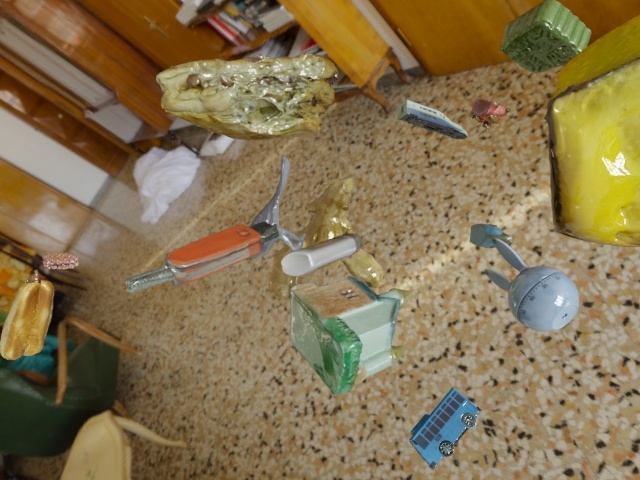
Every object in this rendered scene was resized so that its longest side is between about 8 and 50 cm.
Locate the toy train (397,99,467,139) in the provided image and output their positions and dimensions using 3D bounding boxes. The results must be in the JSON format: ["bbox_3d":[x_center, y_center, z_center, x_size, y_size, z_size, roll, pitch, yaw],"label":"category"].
[{"bbox_3d":[0.343,-0.356,1.426,0.052,0.234,0.051,156,122,-64],"label":"toy train"}]

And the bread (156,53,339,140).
[{"bbox_3d":[-0.141,-0.320,1.085,0.314,0.192,0.370,4,20,20],"label":"bread"}]

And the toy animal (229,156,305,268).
[{"bbox_3d":[-0.133,-0.028,1.316,0.367,0.206,0.081,-53,-4,2],"label":"toy animal"}]

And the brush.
[{"bbox_3d":[-0.202,0.028,0.862,0.070,0.323,0.051,30,125,32],"label":"brush"}]

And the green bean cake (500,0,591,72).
[{"bbox_3d":[0.774,-0.700,1.665,0.125,0.222,0.248,-66,20,-7],"label":"green bean cake"}]

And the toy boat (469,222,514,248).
[{"bbox_3d":[0.513,-0.013,1.437,0.185,0.077,0.075,-89,4,-88],"label":"toy boat"}]

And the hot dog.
[{"bbox_3d":[-0.369,0.095,0.602,0.041,0.056,0.133,37,112,29],"label":"hot dog"}]

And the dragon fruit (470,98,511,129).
[{"bbox_3d":[0.632,-0.477,1.806,0.096,0.102,0.147,-64,29,11],"label":"dragon fruit"}]

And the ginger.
[{"bbox_3d":[-0.009,0.001,1.484,0.363,0.122,0.348,-10,91,20],"label":"ginger"}]

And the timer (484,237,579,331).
[{"bbox_3d":[0.533,0.111,1.191,0.175,0.175,0.255,-38,29,22],"label":"timer"}]

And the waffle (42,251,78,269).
[{"bbox_3d":[-0.623,0.050,1.143,0.083,0.075,0.029,19,111,43],"label":"waffle"}]

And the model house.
[{"bbox_3d":[0.117,0.223,1.281,0.267,0.325,0.194,40,138,46],"label":"model house"}]

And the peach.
[{"bbox_3d":[0.500,-0.164,0.696,0.380,0.306,0.242,-30,9,43],"label":"peach"}]

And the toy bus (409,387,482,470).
[{"bbox_3d":[0.302,0.462,1.174,0.106,0.090,0.185,40,78,23],"label":"toy bus"}]

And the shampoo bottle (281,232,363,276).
[{"bbox_3d":[0.010,0.029,1.091,0.086,0.227,0.056,-13,93,36],"label":"shampoo bottle"}]
